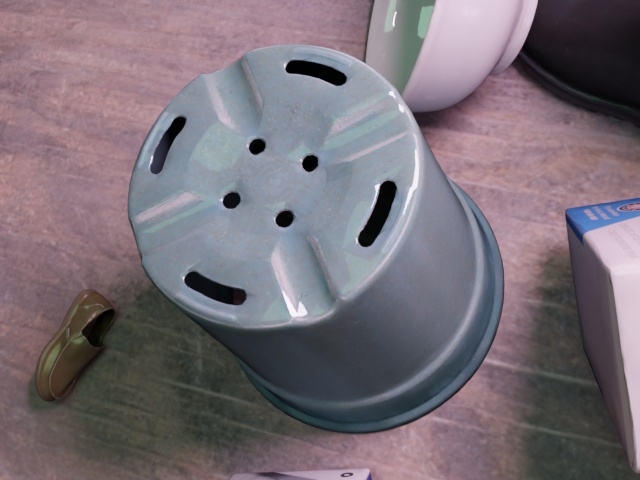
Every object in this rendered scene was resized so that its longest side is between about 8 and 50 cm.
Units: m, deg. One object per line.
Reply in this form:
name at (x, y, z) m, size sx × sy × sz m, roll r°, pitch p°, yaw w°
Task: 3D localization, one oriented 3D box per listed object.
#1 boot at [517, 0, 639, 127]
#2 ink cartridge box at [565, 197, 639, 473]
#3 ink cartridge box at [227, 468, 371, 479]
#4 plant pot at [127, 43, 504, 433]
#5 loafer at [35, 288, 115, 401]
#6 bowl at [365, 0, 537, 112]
boot at (0.329, -0.255, 0.693) m, size 0.367 × 0.445 × 0.146 m, roll 36°, pitch 84°, yaw 24°
ink cartridge box at (0.428, 0.040, 0.633) m, size 0.395 × 0.285 × 0.166 m, roll -9°, pitch 99°, yaw 13°
ink cartridge box at (-0.074, 0.285, 0.749) m, size 0.224 × 0.223 × 0.045 m, roll -8°, pitch 93°, yaw 13°
plant pot at (0.000, 0.000, 0.764) m, size 0.341 × 0.334 × 0.341 m, roll -5°, pitch 69°, yaw 15°
loafer at (-0.304, 0.132, 0.957) m, size 0.050 × 0.056 × 0.148 m, roll 14°, pitch 76°, yaw 27°
bowl at (0.155, -0.272, 0.872) m, size 0.134 × 0.298 × 0.297 m, roll 10°, pitch 72°, yaw -10°
